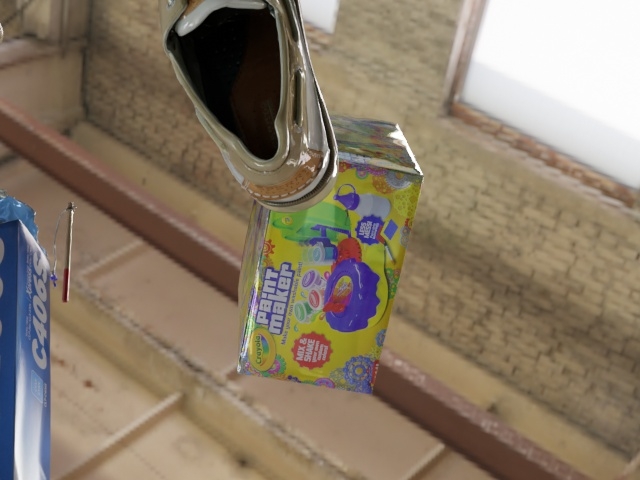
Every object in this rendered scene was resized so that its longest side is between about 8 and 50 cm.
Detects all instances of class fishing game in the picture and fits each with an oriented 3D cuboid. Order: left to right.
[{"bbox_3d":[-0.442,0.023,1.575,0.264,0.041,0.189,-7,-111,20],"label":"fishing game"}]

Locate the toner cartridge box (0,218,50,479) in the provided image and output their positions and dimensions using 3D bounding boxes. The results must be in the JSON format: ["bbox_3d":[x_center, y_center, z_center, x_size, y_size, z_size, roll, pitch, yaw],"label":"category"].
[{"bbox_3d":[-0.315,0.154,1.004,0.165,0.075,0.348,-15,-127,6],"label":"toner cartridge box"}]

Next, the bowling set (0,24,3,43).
[{"bbox_3d":[-0.407,-0.120,1.038,0.287,0.154,0.200,-18,-110,0],"label":"bowling set"}]

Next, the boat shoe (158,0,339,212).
[{"bbox_3d":[-0.068,-0.172,0.928,0.113,0.103,0.302,-26,-105,6],"label":"boat shoe"}]

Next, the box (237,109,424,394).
[{"bbox_3d":[0.000,0.000,1.556,0.177,0.290,0.279,10,-162,-7],"label":"box"}]
